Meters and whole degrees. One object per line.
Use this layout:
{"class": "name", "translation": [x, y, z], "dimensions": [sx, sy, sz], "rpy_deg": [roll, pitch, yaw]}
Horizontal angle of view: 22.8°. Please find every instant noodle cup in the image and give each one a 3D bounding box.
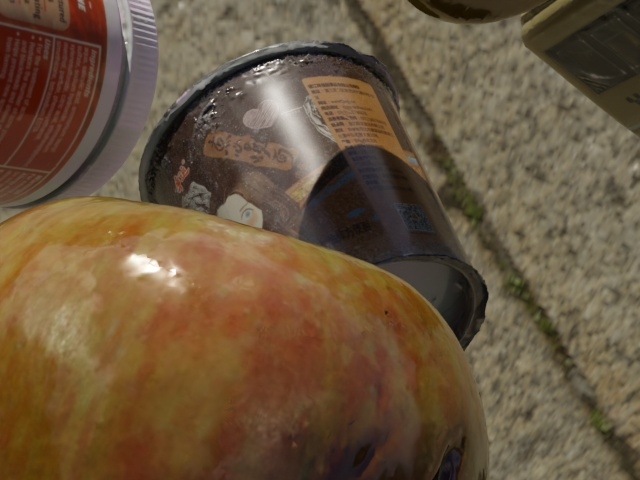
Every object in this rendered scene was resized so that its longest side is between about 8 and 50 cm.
{"class": "instant noodle cup", "translation": [0.000, 0.000, 1.153], "dimensions": [0.217, 0.217, 0.207], "rpy_deg": [-21, 52, -11]}

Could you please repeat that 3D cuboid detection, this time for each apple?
{"class": "apple", "translation": [-0.062, 0.115, 0.680], "dimensions": [0.264, 0.264, 0.264], "rpy_deg": [1, 67, -2]}

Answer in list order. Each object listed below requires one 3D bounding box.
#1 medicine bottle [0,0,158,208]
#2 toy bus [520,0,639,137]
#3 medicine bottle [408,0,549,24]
{"class": "medicine bottle", "translation": [-0.301, -0.156, 1.296], "dimensions": [0.252, 0.241, 0.252], "rpy_deg": [-3, 84, 34]}
{"class": "toy bus", "translation": [0.296, -0.195, 1.065], "dimensions": [0.202, 0.365, 0.177], "rpy_deg": [32, 70, -12]}
{"class": "medicine bottle", "translation": [0.073, -0.285, 0.929], "dimensions": [0.238, 0.238, 0.232], "rpy_deg": [-33, 61, -15]}
